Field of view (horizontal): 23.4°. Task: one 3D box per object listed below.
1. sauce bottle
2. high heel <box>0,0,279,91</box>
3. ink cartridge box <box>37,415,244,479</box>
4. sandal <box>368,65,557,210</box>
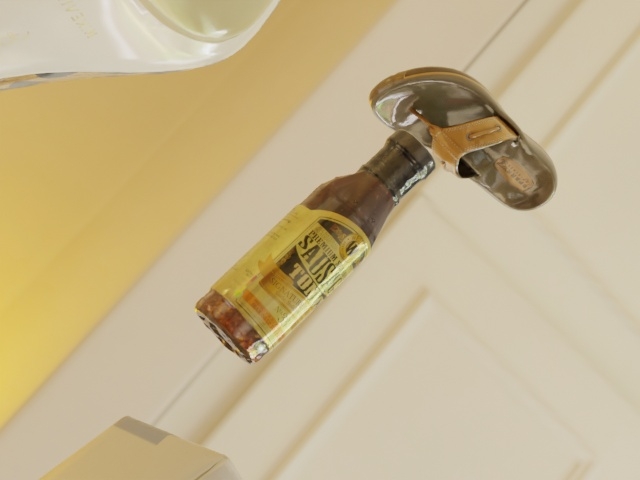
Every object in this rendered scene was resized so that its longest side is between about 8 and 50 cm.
[{"bbox_3d":[0.000,0.000,0.706,0.042,0.128,0.042,43,-10,10],"label":"sauce bottle"},{"bbox_3d":[-0.118,-0.105,0.525,0.186,0.261,0.093,27,-27,35],"label":"high heel"},{"bbox_3d":[-0.036,0.250,0.743,0.307,0.129,0.223,57,-17,-9],"label":"ink cartridge box"},{"bbox_3d":[0.114,-0.070,1.161,0.180,0.049,0.072,36,-57,-29],"label":"sandal"}]
